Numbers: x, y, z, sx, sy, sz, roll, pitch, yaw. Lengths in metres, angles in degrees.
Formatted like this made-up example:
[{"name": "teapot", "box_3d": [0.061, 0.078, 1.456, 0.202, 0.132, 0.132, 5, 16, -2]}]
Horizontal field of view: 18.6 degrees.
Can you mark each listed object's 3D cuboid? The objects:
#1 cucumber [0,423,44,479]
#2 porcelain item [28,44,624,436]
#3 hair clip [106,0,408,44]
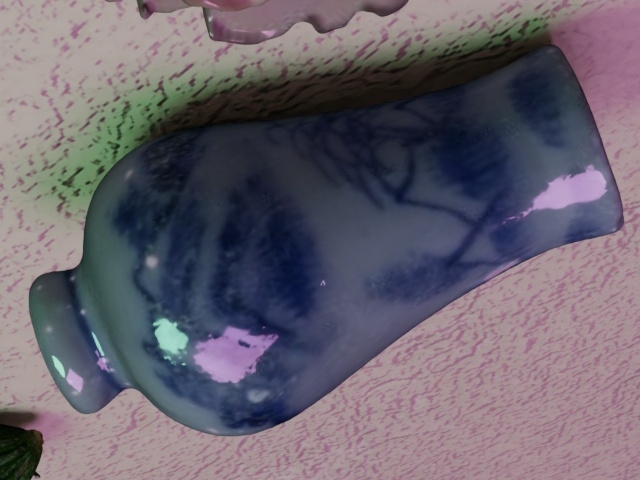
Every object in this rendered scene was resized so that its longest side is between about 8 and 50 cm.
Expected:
[{"name": "cucumber", "box_3d": [-0.286, 0.153, 1.095, 0.265, 0.077, 0.077, -7, 152, -6]}, {"name": "porcelain item", "box_3d": [0.000, 0.000, 0.863, 0.259, 0.141, 0.141, -22, 152, 2]}, {"name": "hair clip", "box_3d": [0.033, -0.126, 0.655, 0.173, 0.069, 0.300, 12, 168, -37]}]
